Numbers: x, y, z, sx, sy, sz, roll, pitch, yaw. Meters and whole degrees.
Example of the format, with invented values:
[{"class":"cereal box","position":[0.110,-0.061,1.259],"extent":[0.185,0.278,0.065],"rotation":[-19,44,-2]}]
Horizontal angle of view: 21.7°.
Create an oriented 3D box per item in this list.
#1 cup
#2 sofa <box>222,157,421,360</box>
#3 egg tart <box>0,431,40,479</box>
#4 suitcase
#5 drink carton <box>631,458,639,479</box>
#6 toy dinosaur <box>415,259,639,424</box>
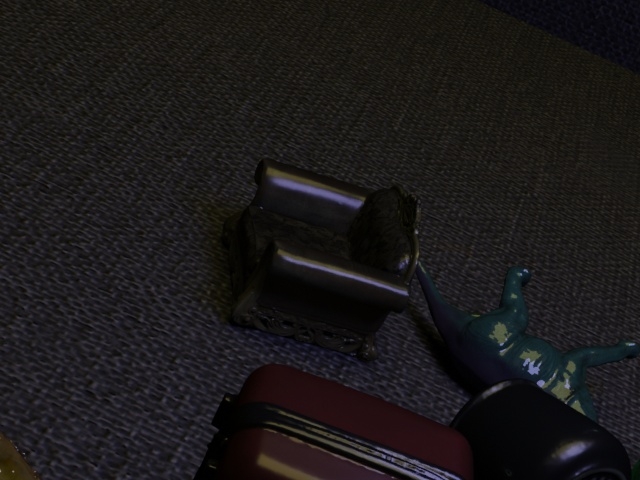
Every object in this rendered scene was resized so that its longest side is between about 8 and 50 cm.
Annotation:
[{"class":"cup","position":[0.210,0.258,1.800],"extent":[0.223,0.169,0.176],"rotation":[-26,43,-18]},{"class":"sofa","position":[0.000,0.000,2.060],"extent":[0.200,0.182,0.258],"rotation":[16,27,-14]},{"class":"egg tart","position":[-0.335,0.271,1.266],"extent":[0.120,0.315,0.315],"rotation":[-8,2,41]},{"class":"suitcase","position":[-0.013,0.266,1.426],"extent":[0.236,0.297,0.161],"rotation":[22,36,-6]},{"class":"drink carton","position":[0.463,0.295,1.950],"extent":[0.142,0.146,0.144],"rotation":[27,26,-12]},{"class":"toy dinosaur","position":[0.224,0.178,2.028],"extent":[0.383,0.129,0.331],"rotation":[26,35,8]}]
